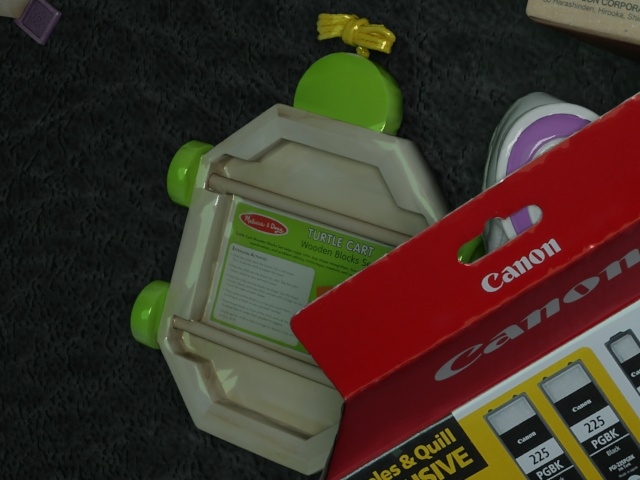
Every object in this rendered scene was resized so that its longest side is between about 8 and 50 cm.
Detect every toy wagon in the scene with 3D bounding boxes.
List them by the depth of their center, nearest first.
[{"bbox_3d":[0.000,0.000,1.055,0.267,0.068,0.344,18,97,27],"label":"toy wagon"}]

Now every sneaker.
[{"bbox_3d":[0.176,0.042,0.948,0.114,0.152,0.305,-8,107,0],"label":"sneaker"}]

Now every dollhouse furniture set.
[{"bbox_3d":[-0.267,-0.245,1.190,0.091,0.081,0.114,41,108,22],"label":"dollhouse furniture set"}]

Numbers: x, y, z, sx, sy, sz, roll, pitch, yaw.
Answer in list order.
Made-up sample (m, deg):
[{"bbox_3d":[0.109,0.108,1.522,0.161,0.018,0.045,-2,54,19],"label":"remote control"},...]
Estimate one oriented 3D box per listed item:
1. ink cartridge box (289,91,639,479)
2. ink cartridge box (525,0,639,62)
[{"bbox_3d":[0.165,0.098,0.818,0.309,0.130,0.272,-34,101,16],"label":"ink cartridge box"},{"bbox_3d":[0.256,-0.140,0.822,0.193,0.234,0.088,16,98,26],"label":"ink cartridge box"}]
